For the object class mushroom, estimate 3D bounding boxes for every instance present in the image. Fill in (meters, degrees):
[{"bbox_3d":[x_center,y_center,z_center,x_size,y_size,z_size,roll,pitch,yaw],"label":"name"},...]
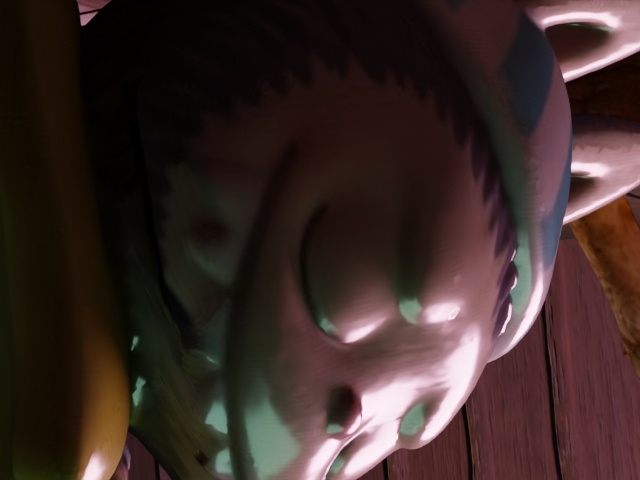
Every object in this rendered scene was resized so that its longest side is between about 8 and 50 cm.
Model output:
[{"bbox_3d":[0.185,0.002,0.886,0.233,0.302,0.208,-17,147,-22],"label":"mushroom"}]

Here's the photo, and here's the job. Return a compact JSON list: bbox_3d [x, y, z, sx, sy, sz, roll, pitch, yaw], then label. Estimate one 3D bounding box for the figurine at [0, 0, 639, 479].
[{"bbox_3d":[0.000,0.000,0.738,0.377,0.266,0.361,-3,180,-22],"label":"figurine"}]
